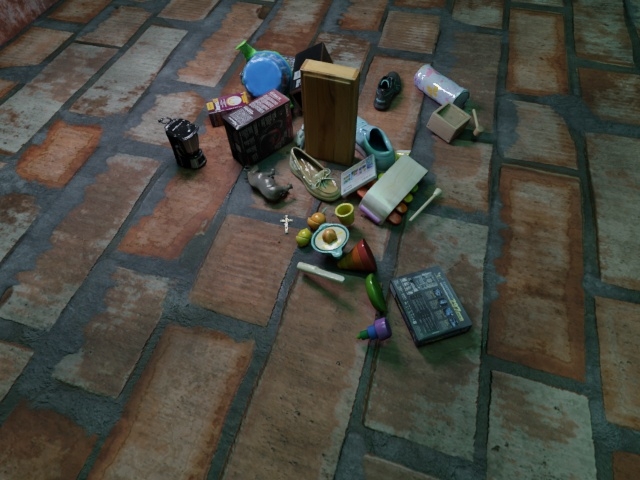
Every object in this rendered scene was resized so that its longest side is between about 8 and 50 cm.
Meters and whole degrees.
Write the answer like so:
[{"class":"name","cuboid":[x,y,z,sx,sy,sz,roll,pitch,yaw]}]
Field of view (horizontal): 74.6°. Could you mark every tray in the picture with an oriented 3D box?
[{"class":"tray","cuboid":[0.036,-0.475,1.620,0.202,0.411,0.076,16,56,12]}]

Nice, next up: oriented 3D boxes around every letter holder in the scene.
[{"class":"letter holder","cuboid":[-0.015,-0.727,1.961,0.151,0.214,0.302,-14,51,24]}]

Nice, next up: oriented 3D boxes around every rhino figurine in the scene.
[{"class":"rhino figurine","cuboid":[-0.226,-0.239,1.672,0.106,0.073,0.243,-38,61,-25]}]

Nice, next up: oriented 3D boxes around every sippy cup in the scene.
[{"class":"sippy cup","cuboid":[-0.244,-0.718,1.856,0.305,0.240,0.224,17,19,-7]}]

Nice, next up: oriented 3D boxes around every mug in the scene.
[{"class":"mug","cuboid":[0.337,-0.347,1.734,0.064,0.062,0.078,17,12,22]}]

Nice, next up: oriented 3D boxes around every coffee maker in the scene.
[{"class":"coffee maker","cuboid":[-0.560,-0.403,1.729,0.120,0.178,0.171,-33,63,-22]}]

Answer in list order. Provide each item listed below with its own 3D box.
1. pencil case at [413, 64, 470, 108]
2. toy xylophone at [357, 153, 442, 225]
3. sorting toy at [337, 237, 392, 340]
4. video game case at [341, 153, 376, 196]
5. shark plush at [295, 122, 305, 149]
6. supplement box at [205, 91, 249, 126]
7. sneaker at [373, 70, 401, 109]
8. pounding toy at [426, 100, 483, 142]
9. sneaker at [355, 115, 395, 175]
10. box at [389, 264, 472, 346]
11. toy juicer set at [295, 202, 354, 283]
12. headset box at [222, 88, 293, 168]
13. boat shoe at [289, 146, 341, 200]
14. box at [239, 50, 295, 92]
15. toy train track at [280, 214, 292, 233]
[{"class":"pencil case","cuboid":[0.561,-0.707,1.949,0.124,0.114,0.273,-27,58,-28]},{"class":"toy xylophone","cuboid":[0.304,-0.185,1.592,0.322,0.081,0.236,-38,76,-17]},{"class":"sorting toy","cuboid":[0.132,0.166,1.379,0.126,0.127,0.366,-21,52,16]},{"class":"video game case","cuboid":[0.148,-0.253,1.635,0.157,0.019,0.143,-29,36,28]},{"class":"shark plush","cuboid":[-0.068,-0.437,1.818,0.067,0.073,0.161,24,49,-19]},{"class":"supplement box","cuboid":[-0.418,-0.599,1.919,0.188,0.081,0.104,-15,57,-9]},{"class":"sneaker","cuboid":[0.324,-0.728,1.976,0.101,0.106,0.268,14,56,13]},{"class":"pounding toy","cuboid":[0.601,-0.501,1.824,0.206,0.094,0.181,42,61,16]},{"class":"sneaker","cuboid":[0.207,-0.438,1.748,0.135,0.150,0.366,-24,59,-17]},{"class":"box","cuboid":[0.349,0.207,1.356,0.183,0.059,0.233,-15,56,-9]},{"class":"toy juicer set","cuboid":[0.000,0.000,1.460,0.209,0.090,0.329,-3,48,19]},{"class":"headset box","cuboid":[-0.237,-0.467,1.741,0.293,0.218,0.110,-37,62,-20]},{"class":"boat shoe","cuboid":[-0.029,-0.262,1.671,0.104,0.089,0.285,-38,63,-23]},{"class":"box","cuboid":[-0.235,-0.841,2.095,0.269,0.060,0.216,14,58,12]},{"class":"toy train track","cuboid":[-0.128,-0.064,1.583,0.048,0.014,0.083,-3,56,0]}]
